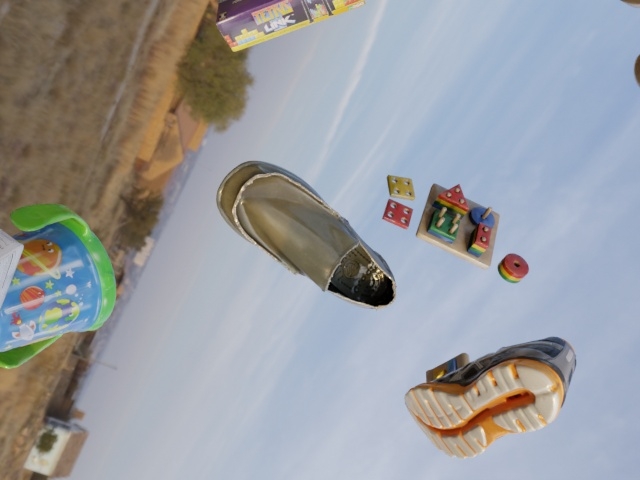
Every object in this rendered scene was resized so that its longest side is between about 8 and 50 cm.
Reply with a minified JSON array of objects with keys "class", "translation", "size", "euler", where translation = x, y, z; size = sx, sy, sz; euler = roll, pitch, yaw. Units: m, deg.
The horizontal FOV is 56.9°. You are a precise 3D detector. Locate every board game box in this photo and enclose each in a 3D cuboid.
[{"class":"board game box","translation":[-0.038,-0.313,0.713],"size":[0.170,0.048,0.141],"euler":[-15,-129,15]}]

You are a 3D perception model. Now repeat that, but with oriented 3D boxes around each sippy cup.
[{"class":"sippy cup","translation":[-0.535,0.090,1.066],"size":[0.240,0.305,0.224],"euler":[-1,-165,32]}]

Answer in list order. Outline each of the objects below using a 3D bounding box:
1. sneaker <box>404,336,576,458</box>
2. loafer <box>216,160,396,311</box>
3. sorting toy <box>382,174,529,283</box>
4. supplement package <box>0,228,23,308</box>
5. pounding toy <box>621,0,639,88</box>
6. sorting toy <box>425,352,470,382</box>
[{"class":"sneaker","translation":[0.166,0.154,0.586],"size":[0.083,0.084,0.215],"euler":[-31,176,-37]},{"class":"loafer","translation":[0.000,0.000,0.649],"size":[0.094,0.251,0.087],"euler":[-57,-150,-1]},{"class":"sorting toy","translation":[0.234,-0.040,1.001],"size":[0.046,0.275,0.132],"euler":[116,0,-50]},{"class":"supplement package","translation":[-0.497,0.041,0.660],"size":[0.149,0.194,0.203],"euler":[-53,-178,33]},{"class":"pounding toy","translation":[0.453,-0.306,0.672],"size":[0.269,0.155,0.154],"euler":[-54,-151,40]},{"class":"sorting toy","translation":[0.151,0.176,0.701],"size":[0.062,0.012,0.083],"euler":[-34,-152,31]}]
